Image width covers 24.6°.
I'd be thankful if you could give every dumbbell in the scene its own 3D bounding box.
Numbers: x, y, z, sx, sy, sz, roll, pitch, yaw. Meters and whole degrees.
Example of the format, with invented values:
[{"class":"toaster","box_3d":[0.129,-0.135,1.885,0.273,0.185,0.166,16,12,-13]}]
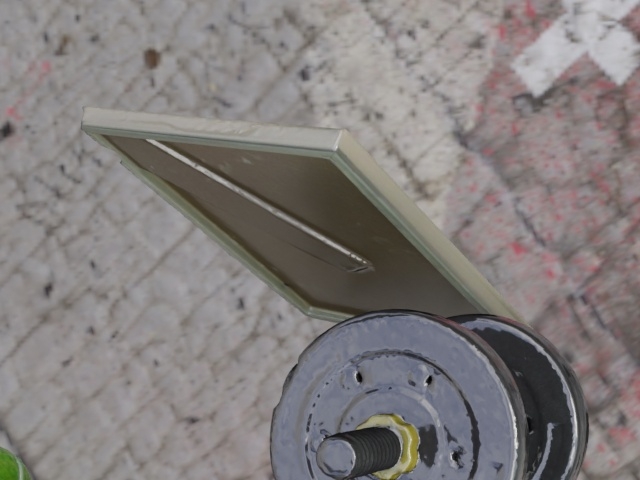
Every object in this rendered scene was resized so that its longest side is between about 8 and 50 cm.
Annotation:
[{"class":"dumbbell","box_3d":[0.068,0.112,0.852,0.143,0.325,0.143,-2,86,23]}]

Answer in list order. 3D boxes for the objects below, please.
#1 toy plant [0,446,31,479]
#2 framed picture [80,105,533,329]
[{"class":"toy plant","box_3d":[-0.268,0.225,1.181,0.162,0.093,0.093,50,124,47]},{"class":"framed picture","box_3d":[0.000,0.000,0.966,0.211,0.289,0.020,8,68,38]}]
